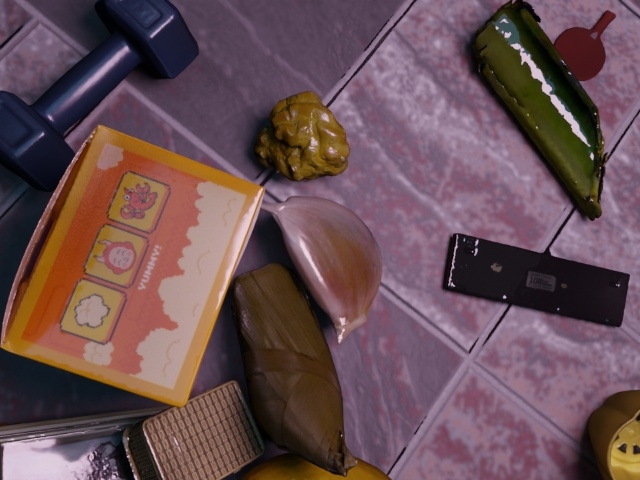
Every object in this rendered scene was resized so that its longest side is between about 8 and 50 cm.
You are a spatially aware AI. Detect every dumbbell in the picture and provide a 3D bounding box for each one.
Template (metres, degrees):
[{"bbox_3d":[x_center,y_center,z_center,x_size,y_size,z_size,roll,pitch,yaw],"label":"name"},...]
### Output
[{"bbox_3d":[-0.331,-0.223,0.851,0.144,0.160,0.325,34,75,28],"label":"dumbbell"}]

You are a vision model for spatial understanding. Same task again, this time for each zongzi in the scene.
[{"bbox_3d":[-0.036,0.146,0.771,0.123,0.289,0.260,-11,83,-14],"label":"zongzi"}]

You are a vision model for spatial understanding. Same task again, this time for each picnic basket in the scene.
[{"bbox_3d":[-0.166,0.268,0.790,0.164,0.079,0.115,-16,77,-43],"label":"picnic basket"}]

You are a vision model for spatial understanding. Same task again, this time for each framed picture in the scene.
[{"bbox_3d":[-0.257,0.331,0.750,0.296,0.019,0.232,3,65,-38],"label":"framed picture"}]

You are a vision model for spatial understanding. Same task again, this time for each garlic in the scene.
[{"bbox_3d":[-0.003,-0.004,0.870,0.128,0.148,0.266,-39,96,7],"label":"garlic"}]

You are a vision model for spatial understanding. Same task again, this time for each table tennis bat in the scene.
[{"bbox_3d":[0.484,-0.357,1.080,0.098,0.019,0.155,40,80,-2],"label":"table tennis bat"}]

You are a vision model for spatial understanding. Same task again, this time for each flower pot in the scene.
[{"bbox_3d":[0.496,0.311,0.888,0.195,0.179,0.195,0,87,7],"label":"flower pot"}]

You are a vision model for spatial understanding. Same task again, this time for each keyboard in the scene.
[{"bbox_3d":[0.360,0.063,0.990,0.317,0.027,0.106,14,83,-8],"label":"keyboard"}]

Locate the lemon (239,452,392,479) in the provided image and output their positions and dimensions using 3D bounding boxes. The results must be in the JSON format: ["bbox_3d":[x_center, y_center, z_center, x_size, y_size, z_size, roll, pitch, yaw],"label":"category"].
[{"bbox_3d":[-0.005,0.389,0.771,0.263,0.236,0.236,33,77,-11],"label":"lemon"}]

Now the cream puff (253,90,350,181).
[{"bbox_3d":[-0.034,-0.145,0.896,0.116,0.146,0.146,-31,88,-12],"label":"cream puff"}]

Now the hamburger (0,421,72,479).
[{"bbox_3d":[-0.394,0.381,0.750,0.259,0.144,0.283,-26,83,-12],"label":"hamburger"}]

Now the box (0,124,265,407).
[{"bbox_3d":[-0.219,0.042,0.757,0.214,0.283,0.259,19,78,-8],"label":"box"}]

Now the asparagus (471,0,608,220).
[{"bbox_3d":[0.391,-0.218,1.000,0.128,0.108,0.382,-36,91,-14],"label":"asparagus"}]
